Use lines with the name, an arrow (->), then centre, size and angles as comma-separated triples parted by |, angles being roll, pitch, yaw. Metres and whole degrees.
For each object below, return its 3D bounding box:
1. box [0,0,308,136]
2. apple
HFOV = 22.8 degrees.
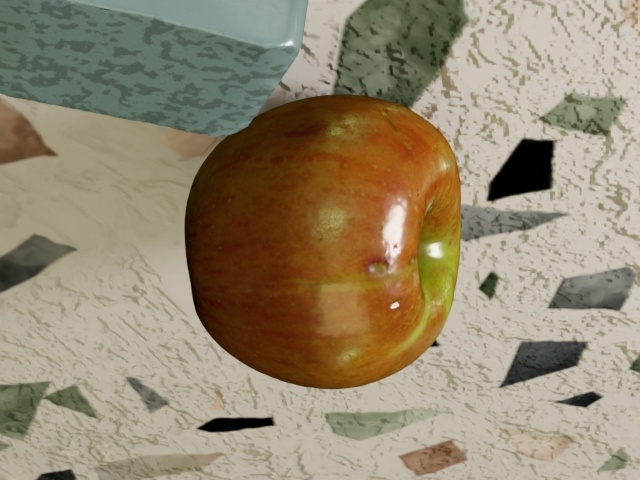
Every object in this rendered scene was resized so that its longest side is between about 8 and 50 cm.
box -> -0.110, -0.152, 0.882 | 0.227, 0.130, 0.162 | 11, 158, -15
apple -> 0.000, 0.000, 1.050 | 0.196, 0.196, 0.196 | 0, 145, 0
